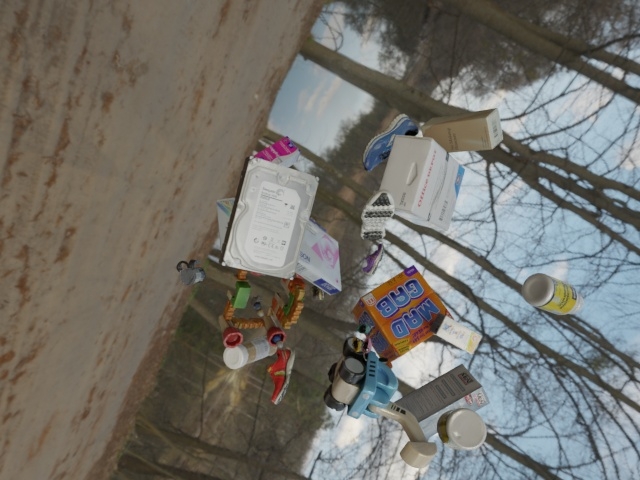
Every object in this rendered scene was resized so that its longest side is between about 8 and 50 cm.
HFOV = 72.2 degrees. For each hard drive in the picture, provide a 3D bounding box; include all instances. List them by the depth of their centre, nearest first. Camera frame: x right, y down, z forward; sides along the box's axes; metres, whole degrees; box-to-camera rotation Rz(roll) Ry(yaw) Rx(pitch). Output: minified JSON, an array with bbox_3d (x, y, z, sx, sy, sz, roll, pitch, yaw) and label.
[{"bbox_3d":[-0.155,-0.064,1.350,0.064,0.237,0.338,12,-93,66],"label":"hard drive"}]

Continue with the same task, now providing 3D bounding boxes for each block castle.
[{"bbox_3d":[-0.233,0.253,1.885,0.213,0.303,0.452,47,-58,49],"label":"block castle"}]

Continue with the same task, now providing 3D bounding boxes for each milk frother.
[{"bbox_3d":[-0.676,0.161,2.217,0.135,0.143,0.129,19,62,-85],"label":"milk frother"}]

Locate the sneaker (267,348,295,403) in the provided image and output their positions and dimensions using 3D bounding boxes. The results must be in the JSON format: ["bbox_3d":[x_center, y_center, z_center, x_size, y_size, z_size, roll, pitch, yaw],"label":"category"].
[{"bbox_3d":[-0.205,0.654,2.122,0.107,0.119,0.278,102,2,-47],"label":"sneaker"}]

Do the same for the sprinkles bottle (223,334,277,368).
[{"bbox_3d":[-0.361,0.582,2.316,0.121,0.121,0.355,-62,158,9],"label":"sprinkles bottle"}]

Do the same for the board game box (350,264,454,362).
[{"bbox_3d":[0.429,0.415,2.399,0.357,0.356,0.356,-29,163,-16],"label":"board game box"}]

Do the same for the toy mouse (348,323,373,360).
[{"bbox_3d":[0.171,0.370,1.663,0.143,0.031,0.161,-60,-150,29],"label":"toy mouse"}]

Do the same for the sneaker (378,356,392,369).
[{"bbox_3d":[0.224,0.648,2.135,0.099,0.263,0.120,-121,-139,-54],"label":"sneaker"}]

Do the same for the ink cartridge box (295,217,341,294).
[{"bbox_3d":[-0.040,0.004,1.701,0.072,0.324,0.329,-25,-131,28],"label":"ink cartridge box"}]

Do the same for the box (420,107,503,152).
[{"bbox_3d":[0.613,-0.471,1.917,0.311,0.147,0.121,3,-147,45],"label":"box"}]

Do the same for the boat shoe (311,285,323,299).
[{"bbox_3d":[-0.014,0.208,1.869,0.152,0.049,0.056,-98,-178,-75],"label":"boat shoe"}]

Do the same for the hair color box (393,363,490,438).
[{"bbox_3d":[0.541,0.733,1.982,0.375,0.113,0.185,-29,-159,-1],"label":"hair color box"}]

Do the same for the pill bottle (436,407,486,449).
[{"bbox_3d":[0.432,0.592,1.375,0.117,0.118,0.208,-61,167,-21],"label":"pill bottle"}]

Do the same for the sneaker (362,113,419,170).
[{"bbox_3d":[0.336,-0.451,2.094,0.330,0.147,0.130,-45,156,0],"label":"sneaker"}]

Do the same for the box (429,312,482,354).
[{"bbox_3d":[0.651,0.449,2.121,0.103,0.203,0.114,-61,-178,-4],"label":"box"}]

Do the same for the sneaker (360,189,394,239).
[{"bbox_3d":[0.193,-0.108,1.555,0.292,0.110,0.118,99,-7,-65],"label":"sneaker"}]

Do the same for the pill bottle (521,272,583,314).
[{"bbox_3d":[0.715,0.169,1.342,0.103,0.184,0.103,-41,-141,46],"label":"pill bottle"}]

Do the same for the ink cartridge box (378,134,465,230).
[{"bbox_3d":[0.413,-0.221,1.769,0.395,0.166,0.285,16,90,-54],"label":"ink cartridge box"}]

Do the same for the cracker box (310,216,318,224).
[{"bbox_3d":[0.000,0.000,2.405,0.067,0.232,0.155,-32,144,7],"label":"cracker box"}]

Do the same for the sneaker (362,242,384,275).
[{"bbox_3d":[0.255,0.082,2.109,0.169,0.071,0.068,-61,161,-14],"label":"sneaker"}]

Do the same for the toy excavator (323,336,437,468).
[{"bbox_3d":[0.252,0.657,1.801,0.433,0.446,0.222,-69,-178,-65],"label":"toy excavator"}]

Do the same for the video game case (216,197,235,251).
[{"bbox_3d":[-0.335,-0.076,2.157,0.036,0.330,0.299,91,-9,-79],"label":"video game case"}]

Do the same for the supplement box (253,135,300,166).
[{"bbox_3d":[-0.222,-0.403,2.176,0.220,0.111,0.114,-38,174,-25],"label":"supplement box"}]
